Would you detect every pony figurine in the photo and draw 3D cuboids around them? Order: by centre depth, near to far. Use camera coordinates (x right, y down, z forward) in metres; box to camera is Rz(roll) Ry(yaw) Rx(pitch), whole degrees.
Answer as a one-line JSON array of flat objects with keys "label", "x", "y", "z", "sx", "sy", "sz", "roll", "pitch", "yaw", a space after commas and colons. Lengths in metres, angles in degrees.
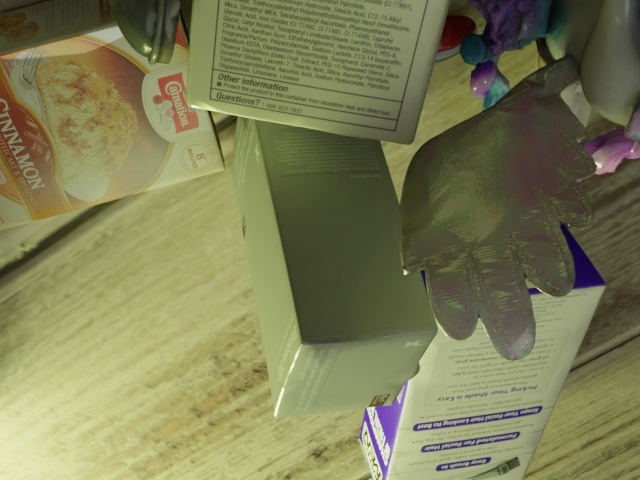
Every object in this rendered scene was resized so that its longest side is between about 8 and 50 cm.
[{"label": "pony figurine", "x": 0.206, "y": -0.112, "z": 0.563, "sx": 0.302, "sy": 0.351, "sz": 0.364, "roll": 6, "pitch": 126, "yaw": -7}]

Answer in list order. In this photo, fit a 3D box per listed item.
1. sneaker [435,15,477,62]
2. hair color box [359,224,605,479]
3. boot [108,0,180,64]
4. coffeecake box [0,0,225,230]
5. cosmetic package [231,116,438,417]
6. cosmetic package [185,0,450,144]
[{"label": "sneaker", "x": 0.064, "y": -0.171, "z": 0.660, "sx": 0.118, "sy": 0.042, "sz": 0.067, "roll": -12, "pitch": 137, "yaw": -3}, {"label": "hair color box", "x": 0.159, "y": 0.143, "z": 0.934, "sx": 0.185, "sy": 0.110, "sz": 0.339, "roll": -5, "pitch": 131, "yaw": -14}, {"label": "boot", "x": -0.193, "y": -0.192, "z": 0.504, "sx": 0.208, "sy": 0.076, "sz": 0.190, "roll": -8, "pitch": 90, "yaw": -19}, {"label": "coffeecake box", "x": -0.179, "y": -0.100, "z": 0.635, "sx": 0.185, "sy": 0.068, "sz": 0.142, "roll": -16, "pitch": 133, "yaw": -3}, {"label": "cosmetic package", "x": 0.000, "y": 0.000, "z": 0.650, "sx": 0.107, "sy": 0.238, "sz": 0.127, "roll": -1, "pitch": 144, "yaw": -14}, {"label": "cosmetic package", "x": 0.013, "y": -0.225, "z": 0.515, "sx": 0.160, "sy": 0.113, "sz": 0.309, "roll": 10, "pitch": 127, "yaw": -3}]
